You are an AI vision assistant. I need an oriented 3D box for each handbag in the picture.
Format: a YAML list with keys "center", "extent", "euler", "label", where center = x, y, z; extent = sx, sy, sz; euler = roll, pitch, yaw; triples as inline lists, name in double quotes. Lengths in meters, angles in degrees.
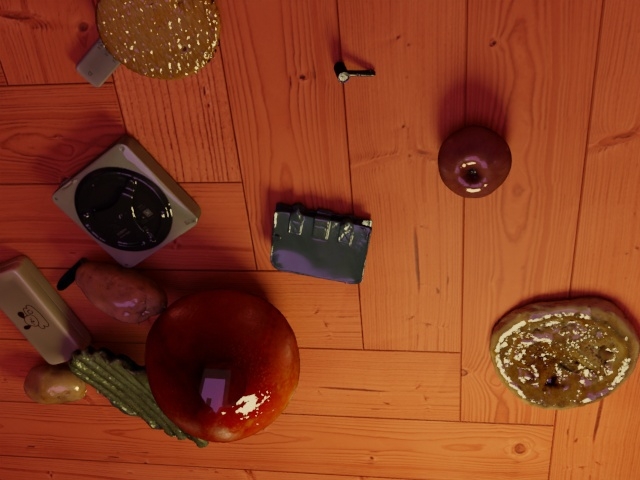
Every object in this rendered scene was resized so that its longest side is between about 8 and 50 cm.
- center: [0.000, 0.000, 1.770]
  extent: [0.229, 0.062, 0.179]
  euler: [9, 122, 4]
  label: "handbag"

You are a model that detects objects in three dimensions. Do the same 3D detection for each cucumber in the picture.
- center: [-0.640, 0.091, 1.958]
  extent: [0.032, 0.032, 0.133]
  euler: [42, 122, -18]
  label: "cucumber"

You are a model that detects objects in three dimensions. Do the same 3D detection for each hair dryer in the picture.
- center: [0.071, -0.341, 1.540]
  extent: [0.083, 0.047, 0.026]
  euler: [-3, 134, -11]
  label: "hair dryer"

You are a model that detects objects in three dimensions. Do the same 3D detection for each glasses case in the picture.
- center: [-0.749, 0.189, 2.019]
  extent: [0.131, 0.070, 0.313]
  euler: [-19, 119, 21]
  label: "glasses case"

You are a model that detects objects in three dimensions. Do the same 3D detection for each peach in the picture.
- center: [-0.234, 0.303, 1.816]
  extent: [0.388, 0.388, 0.388]
  euler: [5, 124, 7]
  label: "peach"

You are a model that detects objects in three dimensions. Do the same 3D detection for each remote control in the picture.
- center: [-0.415, -0.416, 1.575]
  extent: [0.261, 0.029, 0.067]
  euler: [-37, 112, 28]
  label: "remote control"

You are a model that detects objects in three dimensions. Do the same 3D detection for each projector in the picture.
- center: [-0.454, -0.079, 1.780]
  extent: [0.257, 0.079, 0.259]
  euler: [-31, 115, 26]
  label: "projector"

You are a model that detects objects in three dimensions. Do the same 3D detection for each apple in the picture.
- center: [0.315, -0.159, 1.567]
  extent: [0.153, 0.120, 0.153]
  euler: [5, 124, 8]
  label: "apple"

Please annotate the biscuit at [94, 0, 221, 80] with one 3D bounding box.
- center: [-0.322, -0.433, 1.515]
  extent: [0.254, 0.035, 0.254]
  euler: [-3, 134, -3]
  label: "biscuit"

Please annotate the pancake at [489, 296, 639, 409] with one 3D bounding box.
- center: [0.595, 0.279, 1.850]
  extent: [0.356, 0.065, 0.356]
  euler: [3, 121, 5]
  label: "pancake"

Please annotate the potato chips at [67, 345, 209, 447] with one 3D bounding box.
- center: [-0.483, 0.429, 2.057]
  extent: [0.358, 0.070, 0.429]
  euler: [-3, 135, 40]
  label: "potato chips"

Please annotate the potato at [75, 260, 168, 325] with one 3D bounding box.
- center: [-0.494, 0.130, 1.876]
  extent: [0.235, 0.161, 0.128]
  euler: [19, 100, -14]
  label: "potato"

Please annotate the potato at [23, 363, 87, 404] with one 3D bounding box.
- center: [-0.746, 0.407, 2.145]
  extent: [0.178, 0.109, 0.118]
  euler: [4, 103, 1]
  label: "potato"
